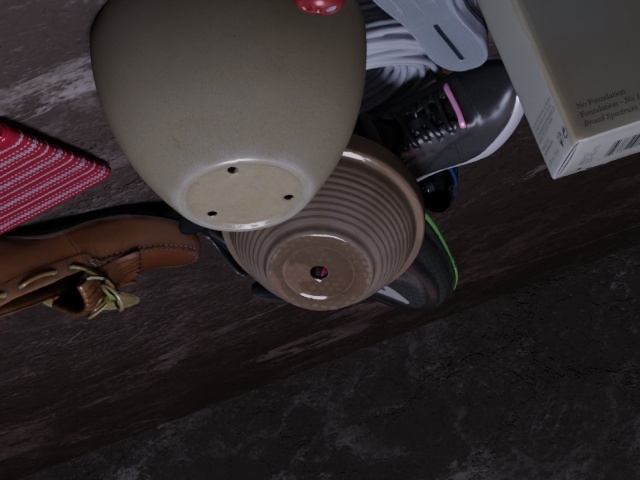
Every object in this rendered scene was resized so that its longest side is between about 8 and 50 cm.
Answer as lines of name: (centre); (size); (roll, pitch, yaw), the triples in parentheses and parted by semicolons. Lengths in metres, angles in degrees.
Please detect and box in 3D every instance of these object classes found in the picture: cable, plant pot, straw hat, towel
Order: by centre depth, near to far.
plant pot: (-0.085, -0.122, 1.461); (0.284, 0.191, 0.284); (-5, 149, -3)
plant pot: (0.000, 0.000, 1.650); (0.237, 0.109, 0.237); (2, 131, 3)
cable: (0.023, -0.200, 1.686); (0.257, 0.089, 0.257); (-19, 164, -1)
towel: (-0.388, -0.067, 1.733); (0.199, 0.031, 0.275); (-26, 166, 13)
straw hat: (-0.343, 0.061, 2.185); (0.145, 0.061, 0.144); (-2, 164, -1)

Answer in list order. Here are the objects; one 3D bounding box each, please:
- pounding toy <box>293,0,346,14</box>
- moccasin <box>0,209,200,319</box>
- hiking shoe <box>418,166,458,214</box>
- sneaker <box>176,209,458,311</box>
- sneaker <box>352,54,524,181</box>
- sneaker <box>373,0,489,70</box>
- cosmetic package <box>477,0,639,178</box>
pounding toy: (0.032, -0.252, 1.268); (0.237, 0.110, 0.183); (8, -175, 25)
moccasin: (-0.334, 0.048, 1.981); (0.380, 0.147, 0.139); (-9, 162, -36)
hiking shoe: (0.148, -0.090, 2.150); (0.113, 0.132, 0.304); (-23, 165, 11)
sneaker: (-0.017, 0.007, 1.886); (0.483, 0.202, 0.185); (25, 141, -35)
sneaker: (0.101, -0.122, 1.675); (0.147, 0.104, 0.296); (-11, 167, -45)
sneaker: (0.103, -0.279, 1.524); (0.094, 0.091, 0.258); (-13, 147, 20)
cosmetic package: (0.250, -0.235, 1.431); (0.160, 0.309, 0.113); (-19, 166, -9)
